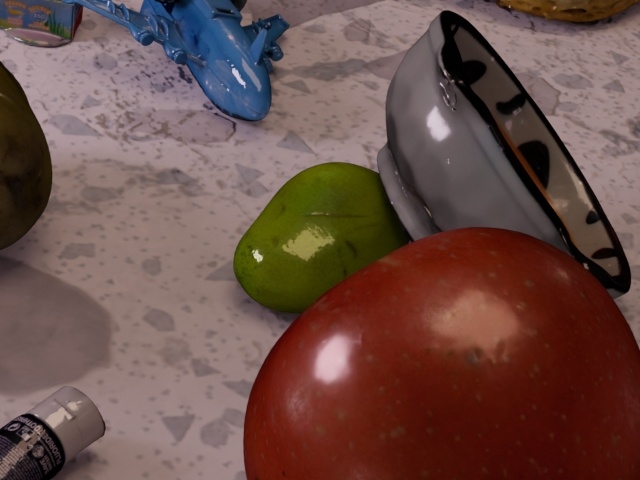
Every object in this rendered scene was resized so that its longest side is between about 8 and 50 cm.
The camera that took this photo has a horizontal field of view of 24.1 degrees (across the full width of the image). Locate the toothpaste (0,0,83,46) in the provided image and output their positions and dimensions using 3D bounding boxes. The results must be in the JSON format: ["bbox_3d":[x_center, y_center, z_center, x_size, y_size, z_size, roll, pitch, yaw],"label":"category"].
[{"bbox_3d":[-0.339,-0.240,1.498,0.193,0.044,0.070,9,35,-1],"label":"toothpaste"}]

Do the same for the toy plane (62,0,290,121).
[{"bbox_3d":[-0.114,-0.208,1.471,0.254,0.105,0.271,1,30,-38],"label":"toy plane"}]

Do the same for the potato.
[{"bbox_3d":[-0.289,-0.082,1.197,0.137,0.155,0.200,-8,34,-22],"label":"potato"}]

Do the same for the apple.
[{"bbox_3d":[0.080,0.123,0.926,0.260,0.260,0.216,-13,65,-30],"label":"apple"}]

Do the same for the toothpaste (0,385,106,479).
[{"bbox_3d":[-0.226,0.162,0.973,0.071,0.045,0.193,23,43,30],"label":"toothpaste"}]

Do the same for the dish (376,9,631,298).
[{"bbox_3d":[0.133,-0.044,1.229,0.303,0.120,0.303,48,20,-23],"label":"dish"}]

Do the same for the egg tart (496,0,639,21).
[{"bbox_3d":[0.243,-0.394,1.772,0.351,0.153,0.339,34,36,16],"label":"egg tart"}]

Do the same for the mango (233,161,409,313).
[{"bbox_3d":[0.006,0.003,1.224,0.117,0.089,0.163,28,50,11],"label":"mango"}]
